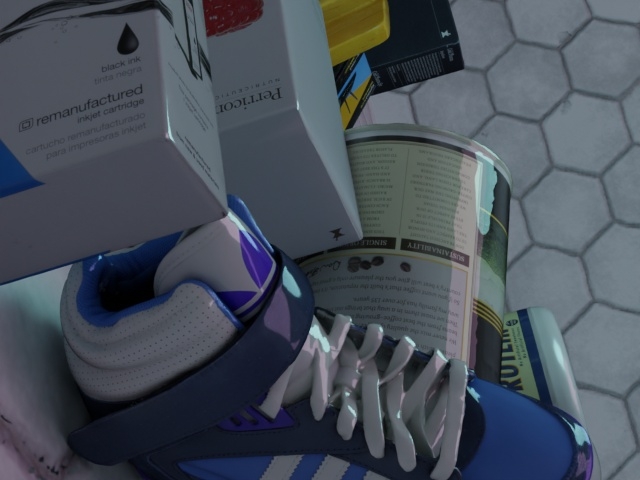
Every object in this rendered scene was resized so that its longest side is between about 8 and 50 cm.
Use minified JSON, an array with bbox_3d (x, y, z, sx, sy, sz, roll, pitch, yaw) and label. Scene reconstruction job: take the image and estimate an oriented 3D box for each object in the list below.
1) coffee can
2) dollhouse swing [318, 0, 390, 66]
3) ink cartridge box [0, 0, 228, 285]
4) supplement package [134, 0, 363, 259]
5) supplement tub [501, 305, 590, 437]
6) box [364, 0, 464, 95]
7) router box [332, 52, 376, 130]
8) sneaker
[{"bbox_3d":[0.065,0.063,0.945,0.201,0.202,0.275,59,34,-58],"label":"coffee can"},{"bbox_3d":[-0.019,-0.370,1.421,0.305,0.315,0.346,54,-12,55],"label":"dollhouse swing"},{"bbox_3d":[-0.142,-0.094,0.592,0.086,0.148,0.203,57,19,-57],"label":"ink cartridge box"},{"bbox_3d":[-0.087,-0.136,0.897,0.175,0.178,0.292,62,15,-51],"label":"supplement package"},{"bbox_3d":[0.194,0.239,1.481,0.235,0.325,0.235,-15,90,-81],"label":"supplement tub"},{"bbox_3d":[0.095,-0.480,2.128,0.179,0.313,0.343,33,43,-76],"label":"box"},{"bbox_3d":[0.033,-0.263,1.946,0.178,0.046,0.133,-61,151,-21],"label":"router box"},{"bbox_3d":[0.000,0.080,0.628,0.236,0.323,0.130,75,24,-44],"label":"sneaker"}]
